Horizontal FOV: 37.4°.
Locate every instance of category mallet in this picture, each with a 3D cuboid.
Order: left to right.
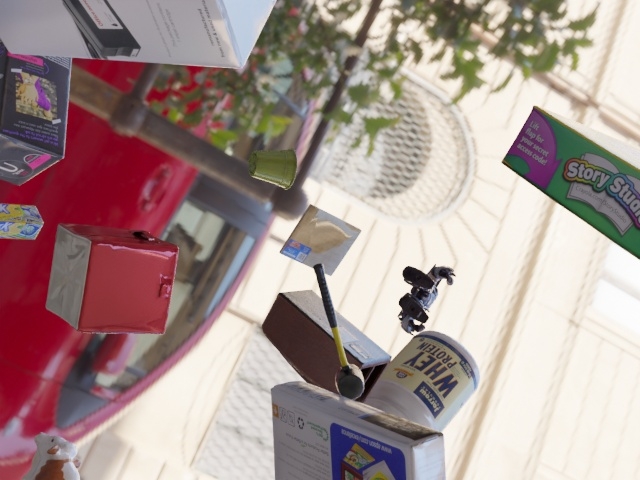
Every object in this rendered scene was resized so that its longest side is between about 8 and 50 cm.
[{"bbox_3d":[0.021,0.126,1.283,0.039,0.189,0.062,-15,-164,1],"label":"mallet"}]

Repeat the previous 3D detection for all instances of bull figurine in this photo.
[{"bbox_3d":[-0.462,0.488,1.605,0.188,0.310,0.101,-24,173,3],"label":"bull figurine"}]

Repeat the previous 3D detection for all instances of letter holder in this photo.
[{"bbox_3d":[-0.010,0.301,2.438,0.152,0.302,0.214,-1,125,-57],"label":"letter holder"}]

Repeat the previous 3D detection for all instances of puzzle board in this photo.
[{"bbox_3d":[0.000,0.000,1.571,0.096,0.128,0.011,-56,-138,9],"label":"puzzle board"}]

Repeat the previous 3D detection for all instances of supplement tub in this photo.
[{"bbox_3d":[0.264,0.428,2.606,0.325,0.235,0.235,-42,-178,-34],"label":"supplement tub"}]

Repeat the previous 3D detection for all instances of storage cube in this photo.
[{"bbox_3d":[-0.428,0.080,1.935,0.183,0.193,0.215,20,-79,52],"label":"storage cube"}]

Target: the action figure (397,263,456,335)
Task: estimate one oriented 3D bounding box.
[{"bbox_3d":[0.238,0.134,2.209,0.185,0.099,0.285,-65,166,1],"label":"action figure"}]

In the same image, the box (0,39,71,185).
[{"bbox_3d":[-0.590,-0.269,1.837,0.165,0.143,0.270,-22,-121,39],"label":"box"}]

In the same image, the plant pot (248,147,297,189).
[{"bbox_3d":[-0.098,-0.146,1.870,0.083,0.079,0.083,-174,-90,-65],"label":"plant pot"}]

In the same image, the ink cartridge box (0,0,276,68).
[{"bbox_3d":[-0.263,-0.411,1.375,0.166,0.395,0.285,73,31,-50],"label":"ink cartridge box"}]

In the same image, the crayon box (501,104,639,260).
[{"bbox_3d":[0.477,-0.033,1.295,0.363,0.313,0.106,44,-65,43],"label":"crayon box"}]

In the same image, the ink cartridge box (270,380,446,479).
[{"bbox_3d":[0.043,0.354,1.168,0.303,0.072,0.307,8,-76,55],"label":"ink cartridge box"}]

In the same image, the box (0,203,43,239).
[{"bbox_3d":[-0.686,-0.042,2.025,0.054,0.169,0.059,-54,-126,29],"label":"box"}]
